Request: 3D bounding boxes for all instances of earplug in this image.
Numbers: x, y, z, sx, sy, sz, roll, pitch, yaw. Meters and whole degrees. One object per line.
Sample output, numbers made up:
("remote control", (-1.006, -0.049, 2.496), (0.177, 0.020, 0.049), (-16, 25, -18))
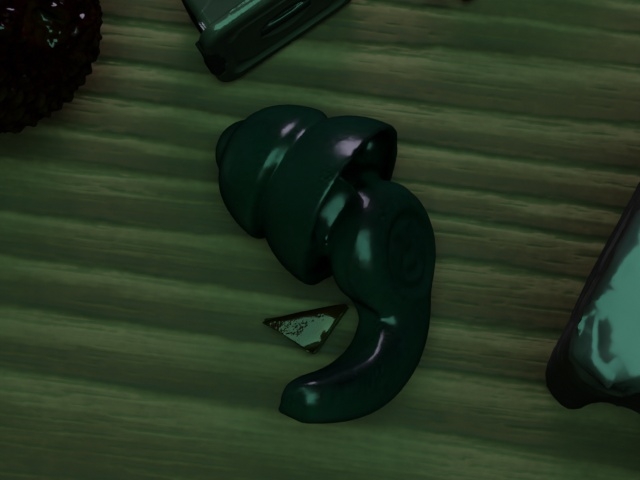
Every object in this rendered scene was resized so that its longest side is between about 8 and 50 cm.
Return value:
("earplug", (-0.001, 0.005, 1.367), (0.280, 0.164, 0.257), (37, 97, 18))

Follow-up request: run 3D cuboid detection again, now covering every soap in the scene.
("soap", (0.349, 0.022, 1.223), (0.213, 0.435, 0.350), (32, 89, 8))

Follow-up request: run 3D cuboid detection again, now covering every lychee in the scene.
("lychee", (-0.344, -0.217, 1.354), (0.271, 0.271, 0.271), (0, 84, 0))

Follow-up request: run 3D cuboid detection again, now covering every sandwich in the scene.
("sandwich", (-0.011, 0.087, 1.416), (0.083, 0.031, 0.044), (-13, 80, 1))

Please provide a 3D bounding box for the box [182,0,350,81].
("box", (-0.058, -0.244, 1.410), (0.172, 0.124, 0.093), (-34, 75, -4))
